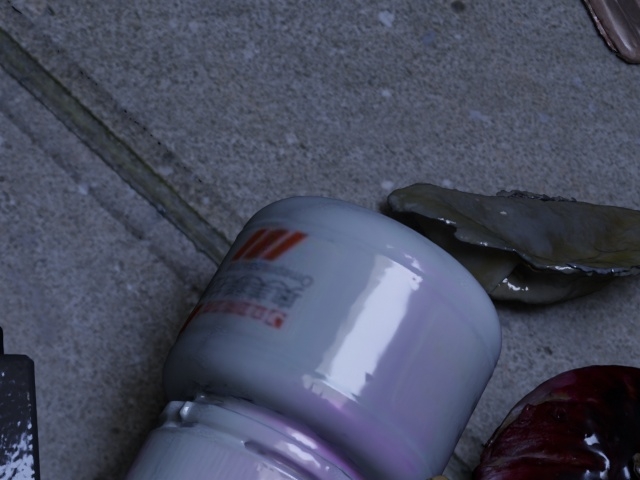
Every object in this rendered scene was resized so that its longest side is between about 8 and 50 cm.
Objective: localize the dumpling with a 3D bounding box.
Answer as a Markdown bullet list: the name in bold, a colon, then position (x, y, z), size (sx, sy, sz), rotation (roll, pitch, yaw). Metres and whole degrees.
- **dumpling**: position (0.232, 0.018, 1.934), size (0.332, 0.086, 0.166), rotation (2, 33, -21)

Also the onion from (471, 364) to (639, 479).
- **onion**: position (0.290, 0.250, 1.758), size (0.314, 0.232, 0.314), rotation (14, 56, -23)

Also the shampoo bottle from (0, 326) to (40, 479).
- **shampoo bottle**: position (-0.280, 0.188, 1.642), size (0.079, 0.080, 0.246), rotation (3, 65, -23)

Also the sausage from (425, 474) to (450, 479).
- **sausage**: position (0.126, 0.312, 1.651), size (0.066, 0.066, 0.301), rotation (-52, 135, -32)

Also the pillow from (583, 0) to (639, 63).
- **pillow**: position (0.384, -0.272, 2.167), size (0.211, 0.034, 0.135), rotation (-17, 77, -27)

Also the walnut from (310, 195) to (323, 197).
- **walnut**: position (0.000, 0.000, 1.846), size (0.092, 0.092, 0.092), rotation (9, 63, -18)

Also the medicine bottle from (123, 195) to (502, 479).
- **medicine bottle**: position (-0.018, 0.153, 1.667), size (0.256, 0.256, 0.325), rotation (33, 68, -5)
